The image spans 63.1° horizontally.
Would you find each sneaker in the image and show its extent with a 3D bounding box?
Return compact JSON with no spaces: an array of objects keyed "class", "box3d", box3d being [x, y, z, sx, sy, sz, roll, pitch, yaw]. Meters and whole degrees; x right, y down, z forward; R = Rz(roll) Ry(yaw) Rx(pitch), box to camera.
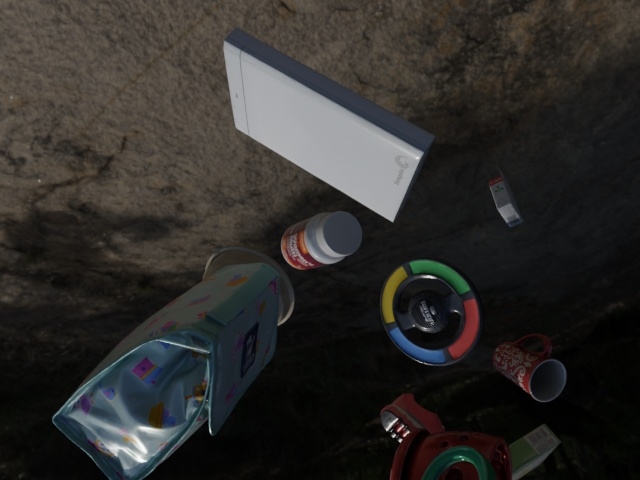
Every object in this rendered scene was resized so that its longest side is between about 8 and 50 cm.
[{"class":"sneaker","box3d":[0.327,0.565,1.496,0.136,0.314,0.116,-33,160,-40]}]

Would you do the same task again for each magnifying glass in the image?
[{"class":"magnifying glass","box3d":[0.113,0.337,0.609,0.026,0.092,0.231,40,93,-21]}]

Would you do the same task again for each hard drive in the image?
[{"class":"hard drive","box3d":[0.001,-0.182,0.876,0.047,0.353,0.233,-55,170,-22]}]

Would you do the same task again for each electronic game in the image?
[{"class":"electronic game","box3d":[0.224,0.146,1.075,0.229,0.229,0.048,-36,165,35]}]

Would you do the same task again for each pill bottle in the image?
[{"class":"pill bottle","box3d":[0.000,0.000,1.241,0.121,0.121,0.221,-3,172,-27]}]

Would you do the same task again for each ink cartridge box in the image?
[{"class":"ink cartridge box","box3d":[0.420,0.519,1.171,0.171,0.056,0.235,-19,139,-24]},{"class":"ink cartridge box","box3d":[0.351,-0.088,1.004,0.029,0.115,0.063,-27,132,25]}]

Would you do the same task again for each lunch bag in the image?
[{"class":"lunch bag","box3d":[-0.165,0.153,0.670,0.262,0.160,0.223,-44,180,23]}]

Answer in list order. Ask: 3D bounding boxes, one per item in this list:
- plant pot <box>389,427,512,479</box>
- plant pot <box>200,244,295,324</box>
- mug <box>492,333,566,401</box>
[{"class":"plant pot","box3d":[0.227,0.423,0.908,0.174,0.191,0.191,1,167,35]},{"class":"plant pot","box3d":[-0.290,0.232,1.635,0.334,0.334,0.305,-37,-169,35]},{"class":"mug","box3d":[0.556,0.325,1.383,0.113,0.169,0.150,38,85,-18]}]
